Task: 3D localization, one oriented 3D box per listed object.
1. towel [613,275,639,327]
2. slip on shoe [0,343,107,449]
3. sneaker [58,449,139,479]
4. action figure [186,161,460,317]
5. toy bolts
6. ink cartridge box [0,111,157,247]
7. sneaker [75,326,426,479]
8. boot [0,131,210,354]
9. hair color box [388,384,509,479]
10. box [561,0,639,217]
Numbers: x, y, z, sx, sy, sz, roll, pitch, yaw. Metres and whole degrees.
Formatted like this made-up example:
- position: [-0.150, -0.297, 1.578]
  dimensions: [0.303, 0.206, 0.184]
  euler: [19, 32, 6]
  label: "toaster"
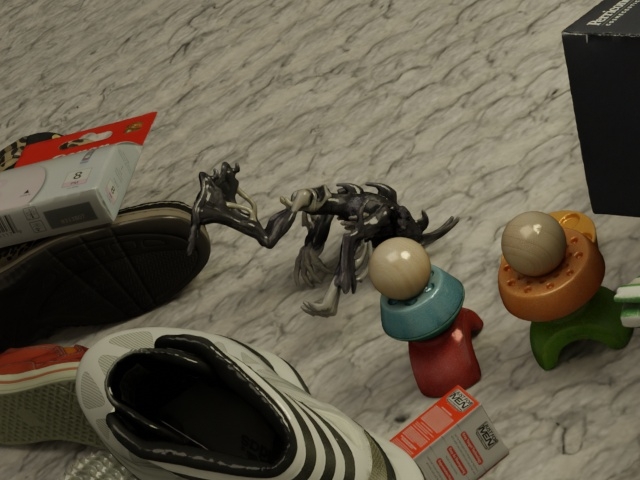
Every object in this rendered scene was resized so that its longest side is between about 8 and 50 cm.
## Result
- position: [0.415, 0.015, 1.652]
  dimensions: [0.248, 0.038, 0.325]
  euler: [-7, 7, 31]
  label: "towel"
- position: [-0.252, 0.156, 2.083]
  dimensions: [0.331, 0.123, 0.101]
  euler: [-5, 39, 41]
  label: "slip on shoe"
- position: [-0.231, 0.313, 1.870]
  dimensions: [0.102, 0.146, 0.293]
  euler: [23, 28, 17]
  label: "sneaker"
- position: [0.000, 0.000, 2.053]
  dimensions: [0.276, 0.141, 0.164]
  euler: [10, 9, -3]
  label: "action figure"
- position: [0.159, 0.022, 1.877]
  dimensions: [0.228, 0.158, 0.218]
  euler: [-21, 36, 16]
  label: "toy bolts"
- position: [-0.303, -0.085, 2.244]
  dimensions: [0.189, 0.066, 0.232]
  euler: [-13, 36, 19]
  label: "ink cartridge box"
- position: [-0.122, 0.130, 1.746]
  dimensions: [0.447, 0.257, 0.169]
  euler: [20, 74, 47]
  label: "sneaker"
- position: [-0.294, -0.020, 2.320]
  dimensions: [0.377, 0.138, 0.284]
  euler: [-24, 35, 22]
  label: "boot"
- position: [0.096, 0.206, 1.778]
  dimensions: [0.141, 0.072, 0.043]
  euler: [-37, 35, -9]
  label: "hair color box"
- position: [0.435, -0.159, 1.685]
  dimensions: [0.312, 0.179, 0.343]
  euler: [8, 31, 38]
  label: "box"
